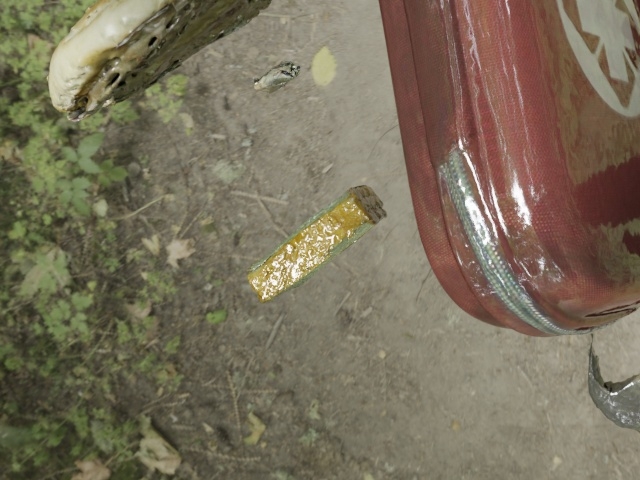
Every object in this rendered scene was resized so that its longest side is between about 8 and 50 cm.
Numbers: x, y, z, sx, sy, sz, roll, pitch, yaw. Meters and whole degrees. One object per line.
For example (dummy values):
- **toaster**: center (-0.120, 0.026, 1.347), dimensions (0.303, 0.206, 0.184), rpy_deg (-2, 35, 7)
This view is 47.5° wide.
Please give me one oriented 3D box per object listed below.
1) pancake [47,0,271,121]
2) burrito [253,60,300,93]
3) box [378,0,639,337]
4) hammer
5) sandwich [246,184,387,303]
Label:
- **pancake**: center (-0.153, -0.256, 0.828), dimensions (0.382, 0.382, 0.071), rpy_deg (-33, 100, 21)
- **burrito**: center (-0.084, -0.311, 1.395), dimensions (0.051, 0.171, 0.042), rpy_deg (-11, 92, -20)
- **box**: center (0.150, -0.136, 0.515), dimensions (0.108, 0.263, 0.403), rpy_deg (-16, 80, 44)
- **hammer**: center (0.353, 0.065, 0.610), dimensions (0.125, 0.027, 0.297), rpy_deg (42, 120, -1)
- **sandwich**: center (0.000, -0.001, 1.324), dimensions (0.251, 0.226, 0.087), rpy_deg (-37, 84, 17)
